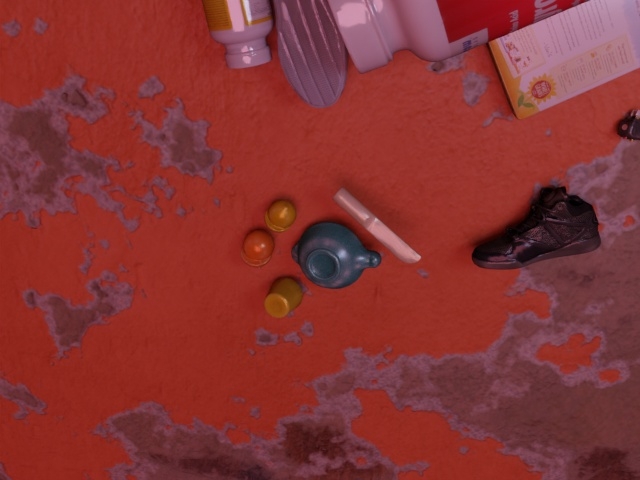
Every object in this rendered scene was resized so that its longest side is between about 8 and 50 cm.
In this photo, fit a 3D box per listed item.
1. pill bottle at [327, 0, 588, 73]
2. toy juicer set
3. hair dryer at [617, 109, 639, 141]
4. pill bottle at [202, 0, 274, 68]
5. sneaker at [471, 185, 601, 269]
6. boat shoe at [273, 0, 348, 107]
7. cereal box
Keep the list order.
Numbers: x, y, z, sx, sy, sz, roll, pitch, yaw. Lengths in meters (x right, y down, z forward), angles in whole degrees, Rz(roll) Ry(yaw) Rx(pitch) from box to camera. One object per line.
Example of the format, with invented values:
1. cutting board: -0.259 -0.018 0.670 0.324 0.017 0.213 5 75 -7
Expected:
1. pill bottle: 0.212 -0.386 0.817 0.408 0.229 0.228 -20 114 14
2. toy juicer set: 0.000 0.000 1.121 0.329 0.089 0.209 -25 100 25
3. hair dryer: 0.659 -0.202 0.962 0.294 0.080 0.223 23 116 -8
4. pill bottle: -0.128 -0.364 0.925 0.103 0.103 0.184 -6 117 8
5. sneaker: 0.376 -0.025 1.074 0.228 0.087 0.130 -14 114 8
6. boat shoe: -0.019 -0.357 0.924 0.109 0.094 0.302 -5 120 18
7. cereal box: 0.392 -0.316 0.941 0.240 0.047 0.172 -23 113 15
